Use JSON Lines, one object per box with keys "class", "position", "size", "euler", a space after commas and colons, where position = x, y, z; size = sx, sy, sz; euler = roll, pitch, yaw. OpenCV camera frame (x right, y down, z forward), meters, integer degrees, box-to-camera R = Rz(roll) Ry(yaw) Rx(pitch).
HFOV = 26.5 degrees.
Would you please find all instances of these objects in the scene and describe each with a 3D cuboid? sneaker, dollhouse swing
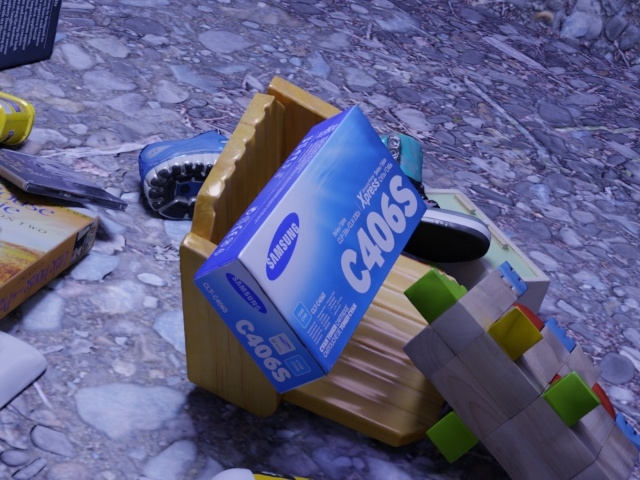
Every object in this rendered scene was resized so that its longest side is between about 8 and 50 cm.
{"class": "sneaker", "position": [-0.127, -0.117, 2.100], "size": [0.330, 0.129, 0.147], "euler": [1, 34, -29]}
{"class": "dollhouse swing", "position": [0.031, 0.029, 1.686], "size": [0.305, 0.315, 0.347], "euler": [12, 42, 12]}
{"class": "sneaker", "position": [0.139, -0.071, 2.064], "size": [0.296, 0.124, 0.178], "euler": [10, 58, 26]}

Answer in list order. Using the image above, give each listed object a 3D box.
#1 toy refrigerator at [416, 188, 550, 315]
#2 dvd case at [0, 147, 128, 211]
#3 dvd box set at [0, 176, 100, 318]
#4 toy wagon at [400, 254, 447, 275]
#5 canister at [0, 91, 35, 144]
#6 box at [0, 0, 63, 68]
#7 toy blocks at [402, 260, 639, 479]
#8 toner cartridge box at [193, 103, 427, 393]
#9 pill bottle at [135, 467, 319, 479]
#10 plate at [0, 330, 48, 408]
{"class": "toy refrigerator", "position": [0.231, 0.019, 2.099], "size": [0.102, 0.094, 0.269], "euler": [0, 32, -31]}
{"class": "dvd case", "position": [-0.394, -0.094, 1.918], "size": [0.165, 0.018, 0.221], "euler": [12, 10, -42]}
{"class": "dvd box set", "position": [-0.486, -0.007, 1.680], "size": [0.308, 0.062, 0.420], "euler": [21, 19, 6]}
{"class": "toy wagon", "position": [0.115, 0.094, 1.917], "size": [0.344, 0.068, 0.267], "euler": [21, 28, 6]}
{"class": "canister", "position": [-0.500, -0.185, 1.995], "size": [0.126, 0.073, 0.170], "euler": [17, 6, 0]}
{"class": "box", "position": [-0.659, -0.422, 2.251], "size": [0.294, 0.212, 0.395], "euler": [28, 28, 21]}
{"class": "toy blocks", "position": [0.265, 0.183, 1.689], "size": [0.381, 0.191, 0.261], "euler": [50, 23, 6]}
{"class": "toner cartridge box", "position": [0.000, 0.000, 1.551], "size": [0.165, 0.075, 0.348], "euler": [53, 38, -15]}
{"class": "pill bottle", "position": [-0.021, 0.319, 1.286], "size": [0.334, 0.188, 0.188], "euler": [12, 28, -13]}
{"class": "plate", "position": [-0.483, 0.128, 1.519], "size": [0.278, 0.045, 0.277], "euler": [23, 27, 10]}
